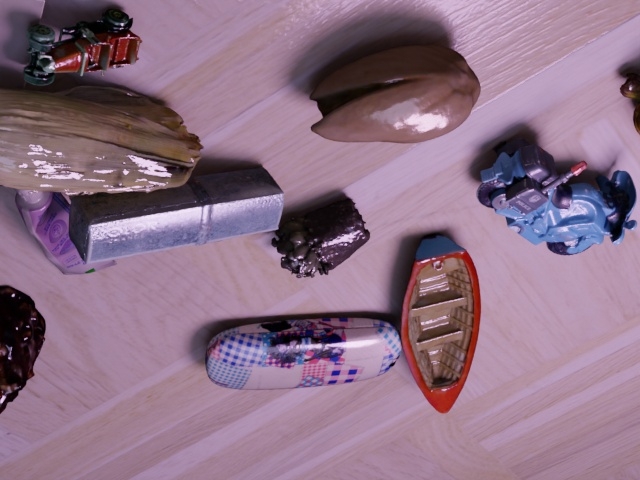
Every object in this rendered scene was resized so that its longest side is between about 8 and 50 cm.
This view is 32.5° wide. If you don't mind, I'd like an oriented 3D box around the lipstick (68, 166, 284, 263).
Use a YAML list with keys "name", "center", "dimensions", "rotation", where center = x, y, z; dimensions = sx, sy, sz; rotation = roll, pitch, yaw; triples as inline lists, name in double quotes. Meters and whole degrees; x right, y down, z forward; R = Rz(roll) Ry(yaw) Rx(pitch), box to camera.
- name: "lipstick"
  center: [-0.191, -0.036, 1.468]
  dimensions: [0.290, 0.076, 0.077]
  rotation: [-12, 135, -31]

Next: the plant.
- name: "plant"
  center: [0.000, 0.000, 1.615]
  dimensions: [0.143, 0.092, 0.094]
  rotation: [-26, 144, 4]

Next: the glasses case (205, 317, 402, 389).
- name: "glasses case"
  center: [-0.026, 0.187, 1.808]
  dimensions: [0.328, 0.076, 0.125]
  rotation: [-2, 135, -13]

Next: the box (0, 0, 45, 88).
- name: "box"
  center: [-0.396, -0.249, 1.266]
  dimensions: [0.130, 0.051, 0.129]
  rotation: [7, 133, -22]

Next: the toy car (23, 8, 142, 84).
- name: "toy car"
  center: [-0.280, -0.223, 1.288]
  dimensions: [0.143, 0.054, 0.073]
  rotation: [-23, 147, -41]

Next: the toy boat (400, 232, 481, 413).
- name: "toy boat"
  center: [0.195, 0.144, 1.822]
  dimensions: [0.136, 0.079, 0.392]
  rotation: [-13, 136, -6]

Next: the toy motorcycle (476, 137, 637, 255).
- name: "toy motorcycle"
  center: [0.360, -0.060, 1.627]
  dimensions: [0.182, 0.123, 0.272]
  rotation: [-32, 136, 33]

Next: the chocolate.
- name: "chocolate"
  center: [-0.515, 0.189, 1.604]
  dimensions: [0.224, 0.177, 0.206]
  rotation: [-37, 133, 20]

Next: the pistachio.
- name: "pistachio"
  center: [0.095, -0.184, 1.424]
  dimensions: [0.226, 0.135, 0.135]
  rotation: [-10, 137, 4]

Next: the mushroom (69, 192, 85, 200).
- name: "mushroom"
  center: [-0.297, -0.063, 1.477]
  dimensions: [0.084, 0.067, 0.083]
  rotation: [2, 136, 1]

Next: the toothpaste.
- name: "toothpaste"
  center: [-0.352, -0.014, 1.487]
  dimensions: [0.075, 0.048, 0.301]
  rotation: [-39, 159, -12]

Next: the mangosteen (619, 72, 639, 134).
- name: "mangosteen"
  center: [0.515, -0.166, 1.524]
  dimensions: [0.217, 0.192, 0.192]
  rotation: [27, 127, -7]

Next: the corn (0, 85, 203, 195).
- name: "corn"
  center: [-0.290, -0.119, 1.341]
  dimensions: [0.305, 0.123, 0.122]
  rotation: [-2, 116, -43]
